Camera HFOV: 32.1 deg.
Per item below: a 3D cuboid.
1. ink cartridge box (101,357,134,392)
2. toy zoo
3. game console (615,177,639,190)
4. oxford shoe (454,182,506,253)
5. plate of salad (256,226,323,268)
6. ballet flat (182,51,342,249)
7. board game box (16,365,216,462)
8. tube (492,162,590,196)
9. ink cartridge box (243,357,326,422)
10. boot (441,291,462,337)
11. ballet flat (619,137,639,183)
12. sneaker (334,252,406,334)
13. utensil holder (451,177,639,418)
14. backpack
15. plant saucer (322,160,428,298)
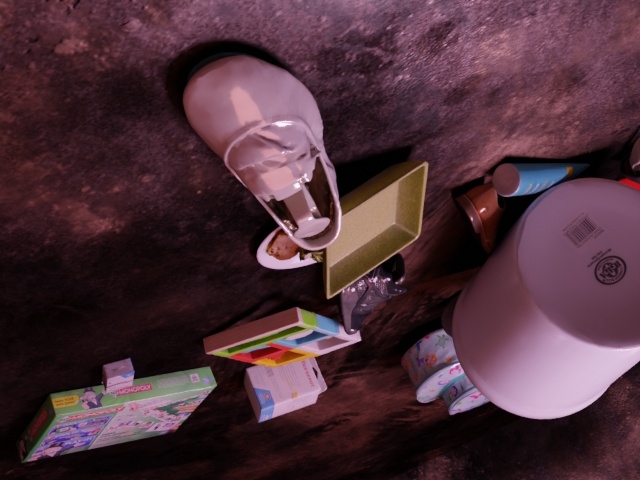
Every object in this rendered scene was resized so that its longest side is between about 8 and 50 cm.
[{"bbox_3d":[-0.347,0.235,1.901,0.048,0.028,0.083,-15,156,-19],"label":"ink cartridge box"},{"bbox_3d":[-0.054,0.183,2.016,0.192,0.030,0.293,-19,160,22],"label":"toy zoo"},{"bbox_3d":[0.585,-0.087,2.100,0.144,0.085,0.124,-14,-173,-20],"label":"game console"},{"bbox_3d":[0.280,-0.035,1.854,0.076,0.076,0.212,-35,158,-1],"label":"oxford shoe"},{"bbox_3d":[0.000,0.000,1.690,0.200,0.048,0.200,-20,156,-9],"label":"plate of salad"},{"bbox_3d":[-0.044,-0.090,1.344,0.139,0.139,0.400,-25,157,5],"label":"ballet flat"},{"bbox_3d":[-0.374,0.320,2.042,0.317,0.046,0.213,-5,151,-36],"label":"board game box"},{"bbox_3d":[0.359,-0.102,1.818,0.207,0.052,0.080,-6,159,-47],"label":"tube"},{"bbox_3d":[-0.069,0.286,2.197,0.143,0.092,0.090,-16,157,-15],"label":"ink cartridge box"},{"bbox_3d":[0.391,0.116,2.258,0.305,0.112,0.115,-29,167,8],"label":"boot"},{"bbox_3d":[0.594,-0.173,1.824,0.096,0.095,0.280,3,148,-26],"label":"ballet flat"},{"bbox_3d":[0.088,0.092,1.925,0.130,0.087,0.227,-14,151,-6],"label":"sneaker"},{"bbox_3d":[0.433,0.109,1.942,0.328,0.327,0.385,-17,161,-14],"label":"utensil holder"},{"bbox_3d":[0.311,0.266,2.413,0.254,0.191,0.225,-8,154,-22],"label":"backpack"},{"bbox_3d":[0.068,-0.026,1.628,0.188,0.045,0.188,-33,151,-21],"label":"plant saucer"}]
